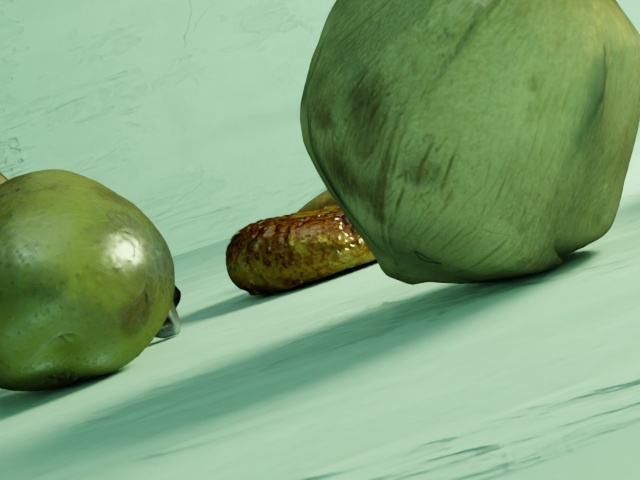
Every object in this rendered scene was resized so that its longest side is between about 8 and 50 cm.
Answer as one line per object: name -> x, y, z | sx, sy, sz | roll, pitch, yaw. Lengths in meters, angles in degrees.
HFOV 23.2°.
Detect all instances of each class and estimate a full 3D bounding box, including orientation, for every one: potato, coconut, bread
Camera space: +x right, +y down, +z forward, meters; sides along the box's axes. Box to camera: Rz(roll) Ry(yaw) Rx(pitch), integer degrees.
potato -> -0.206, 0.026, 1.188 | 0.174, 0.159, 0.251 | 1, 23, -17
coconut -> 0.087, -0.068, 0.916 | 0.224, 0.224, 0.224 | -18, 3, 1
bread -> 0.000, 0.000, 1.399 | 0.193, 0.064, 0.193 | -15, 3, 1

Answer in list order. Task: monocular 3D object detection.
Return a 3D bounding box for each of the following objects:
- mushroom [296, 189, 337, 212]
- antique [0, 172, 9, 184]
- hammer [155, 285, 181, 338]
mushroom -> 0.052, -0.030, 1.535 | 0.210, 0.072, 0.094 | -17, 10, 17
antique -> -0.361, 0.047, 1.314 | 0.278, 0.129, 0.223 | -45, -27, -14
hammer -> -0.175, 0.070, 1.406 | 0.137, 0.037, 0.290 | -16, 4, 5
